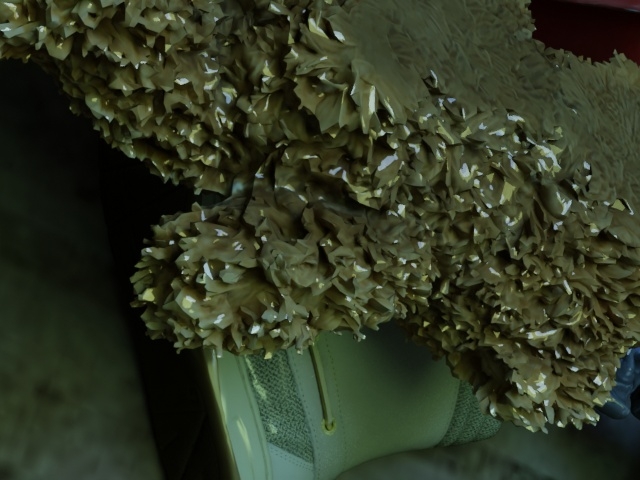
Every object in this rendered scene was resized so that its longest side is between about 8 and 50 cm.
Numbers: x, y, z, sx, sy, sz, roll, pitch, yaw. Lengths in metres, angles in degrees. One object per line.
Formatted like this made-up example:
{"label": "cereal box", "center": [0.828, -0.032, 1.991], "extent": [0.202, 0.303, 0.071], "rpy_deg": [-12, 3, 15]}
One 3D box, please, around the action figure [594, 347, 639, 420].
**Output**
{"label": "action figure", "center": [0.205, 0.152, 0.777], "extent": [0.341, 0.178, 0.330], "rpy_deg": [26, 60, -14]}

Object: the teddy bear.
{"label": "teddy bear", "center": [-0.005, -0.061, 0.575], "extent": [0.338, 0.113, 0.245], "rpy_deg": [17, 56, -42]}

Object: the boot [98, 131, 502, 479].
{"label": "boot", "center": [0.000, 0.000, 0.692], "extent": [0.165, 0.077, 0.213], "rpy_deg": [-12, 94, -34]}

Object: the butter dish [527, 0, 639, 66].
{"label": "butter dish", "center": [0.164, -0.079, 0.789], "extent": [0.160, 0.160, 0.118], "rpy_deg": [-7, 109, -33]}
